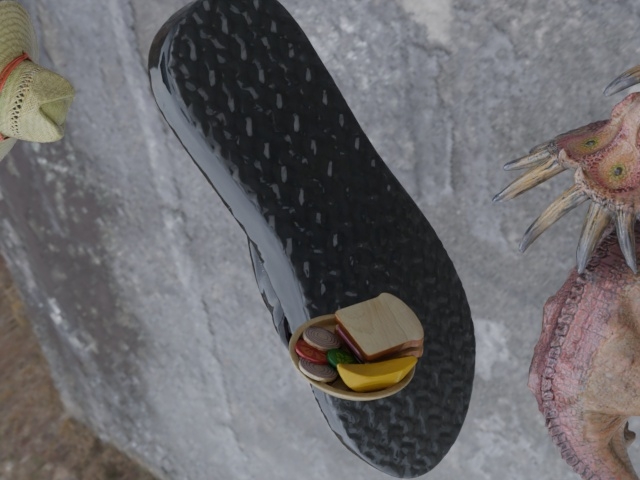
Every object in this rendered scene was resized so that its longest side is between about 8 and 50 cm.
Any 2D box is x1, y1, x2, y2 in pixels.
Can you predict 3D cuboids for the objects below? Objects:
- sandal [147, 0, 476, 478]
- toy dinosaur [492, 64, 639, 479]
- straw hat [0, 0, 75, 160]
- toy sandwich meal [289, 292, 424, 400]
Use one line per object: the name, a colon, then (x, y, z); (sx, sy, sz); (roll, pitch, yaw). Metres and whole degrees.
sandal: (0.001, -0.002, 0.857); (0.107, 0.167, 0.446); (1, 120, 62)
toy dinosaur: (0.178, 0.042, 0.603); (0.127, 0.296, 0.200); (5, 167, 43)
straw hat: (-0.215, -0.103, 0.740); (0.061, 0.144, 0.144); (19, 138, 6)
toy sandwich meal: (0.023, 0.062, 0.599); (0.085, 0.085, 0.029); (30, 128, 27)
